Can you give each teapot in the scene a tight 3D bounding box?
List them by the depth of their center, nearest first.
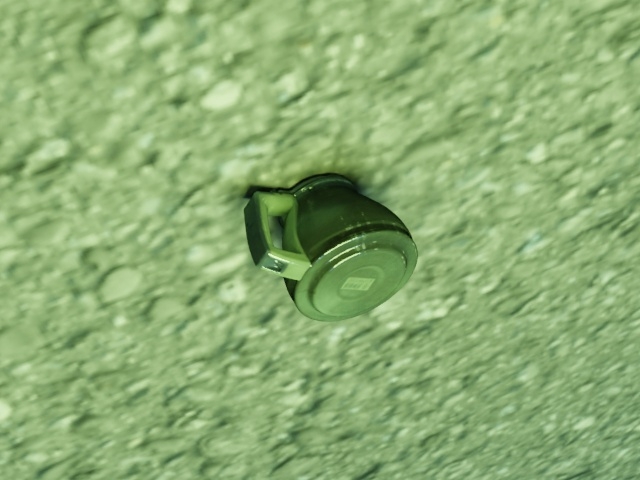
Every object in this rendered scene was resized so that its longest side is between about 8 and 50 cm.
[{"bbox_3d":[0.000,0.000,0.664,0.088,0.057,0.066,6,132,-38],"label":"teapot"}]
